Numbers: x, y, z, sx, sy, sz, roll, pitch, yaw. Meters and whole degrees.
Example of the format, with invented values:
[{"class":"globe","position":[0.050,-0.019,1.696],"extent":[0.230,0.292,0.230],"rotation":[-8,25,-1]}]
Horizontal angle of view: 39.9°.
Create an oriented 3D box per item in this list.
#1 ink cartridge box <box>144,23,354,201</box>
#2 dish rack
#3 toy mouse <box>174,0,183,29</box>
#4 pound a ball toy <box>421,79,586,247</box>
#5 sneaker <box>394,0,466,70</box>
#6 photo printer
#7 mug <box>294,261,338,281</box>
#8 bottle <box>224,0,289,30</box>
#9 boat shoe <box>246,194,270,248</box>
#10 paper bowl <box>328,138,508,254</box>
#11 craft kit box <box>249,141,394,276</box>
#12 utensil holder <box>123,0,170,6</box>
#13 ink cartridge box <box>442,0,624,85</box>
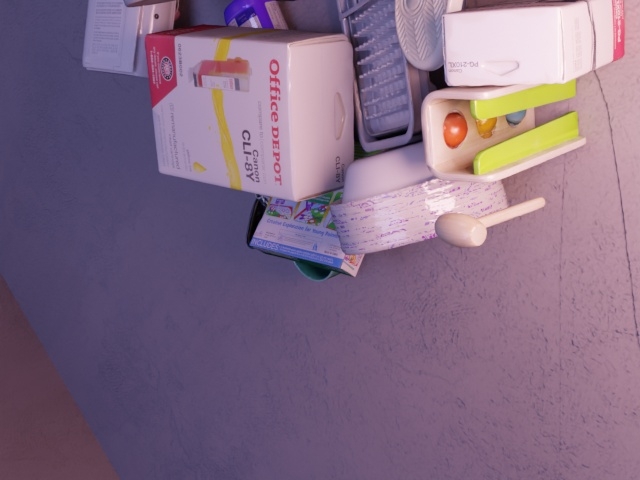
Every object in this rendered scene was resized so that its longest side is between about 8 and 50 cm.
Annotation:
[{"class":"ink cartridge box","position":[-0.135,-0.245,1.632],"extent":[0.384,0.160,0.279],"rotation":[14,114,40]},{"class":"dish rack","position":[0.112,-0.321,1.464],"extent":[0.285,0.072,0.333],"rotation":[-174,75,-74]},{"class":"toy mouse","position":[-0.342,-0.476,1.989],"extent":[0.143,0.031,0.161],"rotation":[33,128,33]},{"class":"pound a ball toy","position":[0.255,-0.133,1.288],"extent":[0.135,0.319,0.208],"rotation":[10,114,44]},{"class":"sneaker","position":[0.208,-0.416,1.298],"extent":[0.131,0.148,0.350],"rotation":[8,91,52]},{"class":"photo printer","position":[-0.421,-0.520,1.955],"extent":[0.256,0.107,0.308],"rotation":[15,101,46]},{"class":"mug","position":[0.006,-0.003,1.774],"extent":[0.158,0.097,0.129],"rotation":[50,136,20]},{"class":"bottle","position":[-0.093,-0.346,1.736],"extent":[0.118,0.092,0.283],"rotation":[-24,89,52]},{"class":"boat shoe","position":[-0.101,-0.085,1.865],"extent":[0.095,0.079,0.254],"rotation":[47,134,23]},{"class":"paper bowl","position":[0.152,-0.083,1.444],"extent":[0.284,0.284,0.148],"rotation":[-9,99,48]},{"class":"craft kit box","position":[0.008,-0.073,1.670],"extent":[0.249,0.061,0.247],"rotation":[14,79,43]},{"class":"utensil holder","position":[-0.263,-0.652,1.617],"extent":[0.327,0.327,0.386],"rotation":[3,111,46]},{"class":"ink cartridge box","position":[0.299,-0.281,1.225],"extent":[0.172,0.237,0.100],"rotation":[6,111,36]}]
